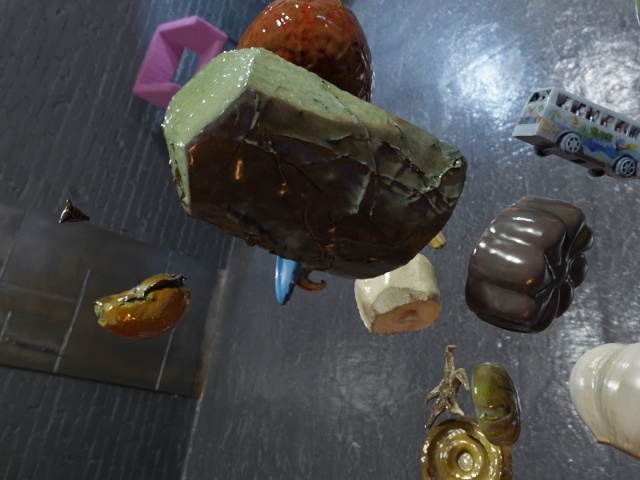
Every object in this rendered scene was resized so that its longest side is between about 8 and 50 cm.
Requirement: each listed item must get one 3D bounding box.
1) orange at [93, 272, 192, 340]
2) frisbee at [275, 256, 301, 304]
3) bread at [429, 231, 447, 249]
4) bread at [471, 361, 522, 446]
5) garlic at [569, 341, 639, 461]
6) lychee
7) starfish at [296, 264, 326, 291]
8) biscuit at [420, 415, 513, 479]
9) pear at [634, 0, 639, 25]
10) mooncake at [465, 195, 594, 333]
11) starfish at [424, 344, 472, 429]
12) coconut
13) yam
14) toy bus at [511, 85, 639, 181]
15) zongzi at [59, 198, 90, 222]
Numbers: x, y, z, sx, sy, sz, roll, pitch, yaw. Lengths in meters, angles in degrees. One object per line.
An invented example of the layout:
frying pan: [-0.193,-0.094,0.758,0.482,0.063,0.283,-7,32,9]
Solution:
orange: [-0.312,0.123,0.895,0.170,0.160,0.112,-27,93,27]
frisbee: [-0.070,0.041,1.223,0.242,0.045,0.242,-172,90,-75]
bread: [0.432,-0.015,1.902,0.056,0.082,0.115,-36,84,30]
bread: [0.465,0.425,1.293,0.105,0.213,0.213,-17,53,22]
garlic: [0.543,0.253,0.767,0.203,0.184,0.281,-45,42,-18]
lychee: [-0.031,-0.268,0.818,0.255,0.255,0.300,-34,18,42]
starfish: [0.002,0.000,1.355,0.303,0.113,0.312,-46,36,-1]
biscuit: [0.471,0.718,1.609,0.297,0.102,0.296,-12,52,16]
pear: [0.665,-0.430,0.853,0.213,0.269,0.212,-12,40,10]
mooncake: [0.454,0.054,1.067,0.154,0.306,0.306,21,89,45]
starfish: [0.429,0.516,1.670,0.299,0.060,0.302,-80,9,-54]
coconut: [0.267,0.166,1.714,0.297,0.297,0.254,-46,42,32]
yam: [-0.023,-0.076,0.528,0.201,0.271,0.202,-62,31,-1]
toy bus: [0.613,-0.233,1.129,0.109,0.330,0.135,-146,73,-75]
zongzi: [-0.739,-0.089,1.471,0.067,0.083,0.073,11,98,17]
